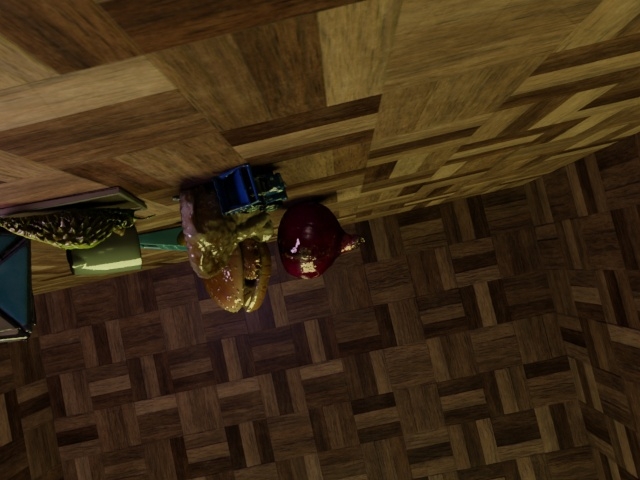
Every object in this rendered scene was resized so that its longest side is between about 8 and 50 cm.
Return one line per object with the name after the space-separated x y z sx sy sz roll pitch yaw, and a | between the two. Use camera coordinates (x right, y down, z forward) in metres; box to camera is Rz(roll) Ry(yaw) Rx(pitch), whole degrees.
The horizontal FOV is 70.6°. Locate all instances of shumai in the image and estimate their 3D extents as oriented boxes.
-0.266 -0.037 1.317 0.263 0.266 0.314 -12 179 -12 | shumai

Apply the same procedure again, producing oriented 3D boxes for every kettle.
-0.792 0.034 1.645 0.237 0.161 0.221 -10 -154 -26 | kettle

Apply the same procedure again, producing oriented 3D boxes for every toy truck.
-0.180 -0.139 1.233 0.126 0.113 0.208 -22 174 41 | toy truck

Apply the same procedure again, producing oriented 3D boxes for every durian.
-0.621 -0.032 1.160 0.375 0.106 0.132 -4 177 -36 | durian

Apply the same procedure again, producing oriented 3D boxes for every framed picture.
-0.669 -0.079 1.217 0.335 0.022 0.247 -12 176 -6 | framed picture

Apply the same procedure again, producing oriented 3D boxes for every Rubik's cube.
-0.989 0.138 1.226 0.310 0.304 0.307 -13 170 42 | Rubik's cube

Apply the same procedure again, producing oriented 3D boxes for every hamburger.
-0.376 0.077 2.014 0.268 0.445 0.287 3 145 -45 | hamburger

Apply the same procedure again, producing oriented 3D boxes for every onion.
0.000 0.000 1.965 0.386 0.347 0.348 3 -179 17 | onion

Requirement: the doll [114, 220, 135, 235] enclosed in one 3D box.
-0.668 -0.057 1.527 0.093 0.051 0.061 -45 163 19 | doll

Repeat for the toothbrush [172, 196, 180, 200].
-0.386 -0.131 1.435 0.022 0.017 0.204 8 -173 31 | toothbrush

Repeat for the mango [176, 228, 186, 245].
-0.447 -0.041 1.817 0.268 0.111 0.133 -13 -168 -6 | mango

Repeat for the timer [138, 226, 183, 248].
-0.694 0.011 1.985 0.250 0.091 0.232 -8 176 -11 | timer
